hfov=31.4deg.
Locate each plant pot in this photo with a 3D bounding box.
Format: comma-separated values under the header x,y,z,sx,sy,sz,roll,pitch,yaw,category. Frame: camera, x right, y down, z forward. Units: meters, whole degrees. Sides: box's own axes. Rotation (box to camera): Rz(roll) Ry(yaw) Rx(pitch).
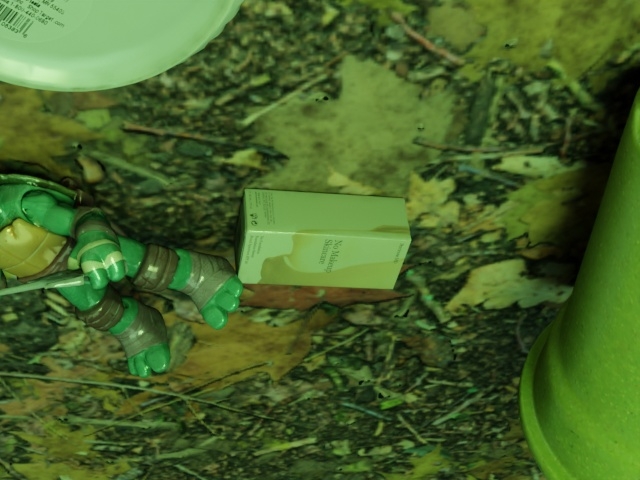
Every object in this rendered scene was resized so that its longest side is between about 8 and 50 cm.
x,y,z,sx,sy,sz,roll,pitch,yaw,category
0.272,0.025,0.720,0.276,0.276,0.253,-5,129,-2,plant pot

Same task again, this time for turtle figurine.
x,y,z,sx,sy,sz,roll,pitch,yaw,category
-0.174,0.015,0.730,0.175,0.118,0.234,-21,147,40,turtle figurine

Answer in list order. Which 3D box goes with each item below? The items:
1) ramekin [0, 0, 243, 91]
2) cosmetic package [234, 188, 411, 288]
x,y,z,sx,sy,sz,roll,pitch,yaw,category
-0.118,-0.164,0.526,0.207,0.109,0.207,-4,141,-3,ramekin
0.000,0.000,0.794,0.115,0.041,0.060,2,139,-10,cosmetic package
